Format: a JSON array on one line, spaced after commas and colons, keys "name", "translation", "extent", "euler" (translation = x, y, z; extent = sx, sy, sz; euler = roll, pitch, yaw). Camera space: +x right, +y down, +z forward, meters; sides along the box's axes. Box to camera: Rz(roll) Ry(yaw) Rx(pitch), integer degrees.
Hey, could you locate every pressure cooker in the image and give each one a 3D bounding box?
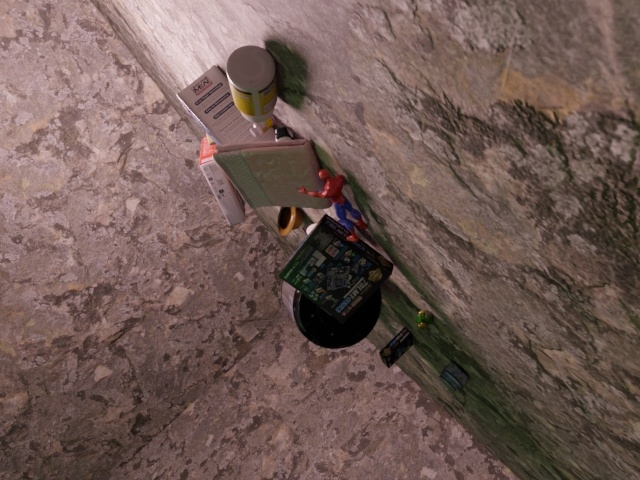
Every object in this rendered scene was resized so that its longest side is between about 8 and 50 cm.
[{"name": "pressure cooker", "translation": [0.023, 0.216, 1.919], "extent": [0.375, 0.370, 0.420], "euler": [33, 177, -16]}]

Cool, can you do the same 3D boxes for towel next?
[{"name": "towel", "translation": [-0.143, -0.199, 1.487], "extent": [0.316, 0.054, 0.332], "euler": [0, 153, 15]}]

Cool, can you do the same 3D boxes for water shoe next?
[{"name": "water shoe", "translation": [-0.097, -0.290, 1.480], "extent": [0.203, 0.072, 0.080], "euler": [73, 180, -69]}]

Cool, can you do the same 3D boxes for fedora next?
[{"name": "fedora", "translation": [-0.139, -0.105, 2.211], "extent": [0.079, 0.195, 0.194], "euler": [11, -170, -28]}]

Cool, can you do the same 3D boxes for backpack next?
[{"name": "backpack", "translation": [0.534, 0.548, 1.839], "extent": [0.105, 0.084, 0.114], "euler": [43, 166, 20]}]

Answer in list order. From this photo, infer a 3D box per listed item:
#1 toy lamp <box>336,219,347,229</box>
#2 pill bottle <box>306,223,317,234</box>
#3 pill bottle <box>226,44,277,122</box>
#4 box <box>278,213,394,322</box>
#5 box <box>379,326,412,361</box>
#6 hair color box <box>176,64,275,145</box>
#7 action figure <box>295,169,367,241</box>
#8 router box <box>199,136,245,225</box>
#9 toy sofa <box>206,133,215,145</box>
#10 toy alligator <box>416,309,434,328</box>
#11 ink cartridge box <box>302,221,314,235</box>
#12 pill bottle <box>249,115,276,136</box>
[{"name": "toy lamp", "translation": [0.060, -0.040, 1.672], "extent": [0.080, 0.080, 0.274], "euler": [50, 170, -11]}, {"name": "pill bottle", "translation": [0.000, 0.000, 2.073], "extent": [0.087, 0.087, 0.160], "euler": [39, 167, 47]}, {"name": "pill bottle", "translation": [-0.171, -0.392, 1.185], "extent": [0.119, 0.119, 0.208], "euler": [48, 170, 5]}, {"name": "box", "translation": [0.047, 0.103, 1.577], "extent": [0.293, 0.296, 0.073], "euler": [35, -146, -6]}, {"name": "box", "translation": [0.365, 0.517, 2.210], "extent": [0.051, 0.175, 0.220], "euler": [43, 168, 27]}, {"name": "hair color box", "translation": [-0.308, -0.408, 1.580], "extent": [0.347, 0.174, 0.105], "euler": [48, 172, 6]}, {"name": "action figure", "translation": [0.034, -0.118, 1.394], "extent": [0.138, 0.092, 0.280], "euler": [19, 154, 36]}, {"name": "router box", "translation": [-0.449, -0.285, 2.145], "extent": [0.301, 0.082, 0.336], "euler": [-106, -3, -55]}, {"name": "toy sofa", "translation": [-0.357, -0.403, 2.007], "extent": [0.363, 0.176, 0.150], "euler": [67, -177, -64]}, {"name": "toy alligator", "translation": [0.371, 0.271, 1.592], "extent": [0.051, 0.056, 0.190], "euler": [5, 164, 2]}, {"name": "ink cartridge box", "translation": [-0.016, -0.013, 2.187], "extent": [0.135, 0.056, 0.099], "euler": [55, 169, -33]}, {"name": "pill bottle", "translation": [-0.183, -0.365, 1.457], "extent": [0.043, 0.083, 0.043], "euler": [47, 171, 10]}]
